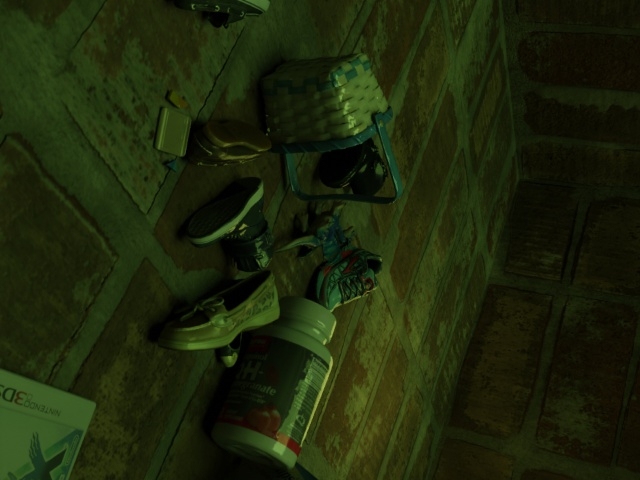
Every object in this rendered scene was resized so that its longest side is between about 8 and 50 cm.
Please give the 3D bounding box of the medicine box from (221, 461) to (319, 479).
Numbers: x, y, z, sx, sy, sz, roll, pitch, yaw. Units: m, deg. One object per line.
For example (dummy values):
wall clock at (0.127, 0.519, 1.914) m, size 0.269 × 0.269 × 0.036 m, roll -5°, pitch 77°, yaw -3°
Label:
medicine box at (-0.046, 0.600, 1.646) m, size 0.149 × 0.263 × 0.289 m, roll -26°, pitch 108°, yaw -22°

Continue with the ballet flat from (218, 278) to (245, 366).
ballet flat at (-0.161, 0.159, 1.584) m, size 0.057 × 0.049 × 0.173 m, roll 2°, pitch 98°, yaw -66°

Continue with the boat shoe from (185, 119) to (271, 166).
boat shoe at (-0.161, -0.164, 1.437) m, size 0.073 × 0.073 × 0.207 m, roll -47°, pitch 163°, yaw 22°

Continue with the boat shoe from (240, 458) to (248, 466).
boat shoe at (-0.139, 0.428, 1.751) m, size 0.043 × 0.049 × 0.137 m, roll -21°, pitch 121°, yaw -67°

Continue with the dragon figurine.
dragon figurine at (0.000, 0.000, 1.840) m, size 0.289 × 0.085 × 0.144 m, roll -51°, pitch 144°, yaw -50°

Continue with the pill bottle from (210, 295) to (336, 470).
pill bottle at (-0.080, 0.279, 1.660) m, size 0.176 × 0.176 × 0.318 m, roll 64°, pitch 42°, yaw -54°

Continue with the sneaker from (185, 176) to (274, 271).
sneaker at (-0.155, 0.003, 1.485) m, size 0.226 × 0.086 × 0.163 m, roll -46°, pitch 138°, yaw -54°

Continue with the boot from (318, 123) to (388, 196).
boot at (0.086, -0.161, 1.954) m, size 0.207 × 0.094 × 0.246 m, roll 68°, pitch 33°, yaw -46°

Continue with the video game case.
video game case at (-0.434, 0.331, 1.051) m, size 0.300 × 0.036 × 0.329 m, roll 49°, pitch 56°, yaw -61°

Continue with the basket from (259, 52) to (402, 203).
basket at (0.024, -0.206, 1.599) m, size 0.201 × 0.255 × 0.288 m, roll -37°, pitch 123°, yaw -48°

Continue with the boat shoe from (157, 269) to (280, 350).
boat shoe at (-0.177, 0.123, 1.456) m, size 0.285 × 0.105 × 0.089 m, roll -21°, pitch 114°, yaw -57°

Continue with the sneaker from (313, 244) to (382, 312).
sneaker at (0.072, 0.092, 1.993) m, size 0.262 × 0.125 × 0.104 m, roll -50°, pitch 143°, yaw -49°

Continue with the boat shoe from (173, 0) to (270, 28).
boat shoe at (-0.160, -0.380, 1.335) m, size 0.076 × 0.080 × 0.228 m, roll -66°, pitch 163°, yaw 14°

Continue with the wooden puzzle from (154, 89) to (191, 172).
wooden puzzle at (-0.236, -0.173, 1.321) m, size 0.078 × 0.014 × 0.116 m, roll 26°, pitch 76°, yaw -62°
